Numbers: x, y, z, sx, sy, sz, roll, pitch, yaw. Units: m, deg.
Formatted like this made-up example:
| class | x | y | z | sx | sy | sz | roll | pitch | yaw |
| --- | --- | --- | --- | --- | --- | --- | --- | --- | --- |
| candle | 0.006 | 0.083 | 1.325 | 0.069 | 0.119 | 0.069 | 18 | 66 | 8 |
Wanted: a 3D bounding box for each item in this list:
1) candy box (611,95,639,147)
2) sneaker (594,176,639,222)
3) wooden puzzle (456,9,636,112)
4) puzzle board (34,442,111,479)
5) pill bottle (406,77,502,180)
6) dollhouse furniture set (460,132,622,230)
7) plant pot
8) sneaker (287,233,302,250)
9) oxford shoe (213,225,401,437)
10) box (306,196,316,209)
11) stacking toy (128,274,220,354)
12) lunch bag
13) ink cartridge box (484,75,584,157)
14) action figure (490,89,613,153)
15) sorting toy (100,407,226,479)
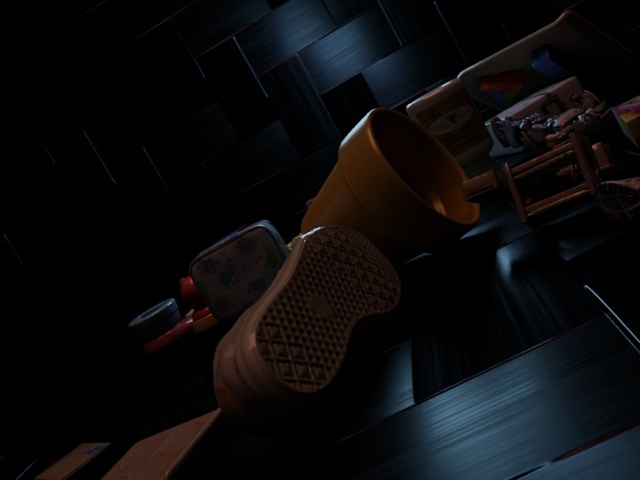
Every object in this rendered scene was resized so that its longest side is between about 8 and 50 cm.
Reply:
| class | x | y | z | sx | sy | sz | roll | pitch | yaw |
| --- | --- | --- | --- | --- | --- | --- | --- | --- | --- |
| candy box | 0.558 | -0.213 | 1.269 | 0.109 | 0.053 | 0.187 | -27 | 9 | 20 |
| sneaker | 0.389 | -0.055 | 0.904 | 0.058 | 0.052 | 0.135 | -22 | 11 | -27 |
| wooden puzzle | 0.576 | -0.412 | 1.943 | 0.322 | 0.081 | 0.348 | 16 | -29 | -37 |
| puzzle board | -0.402 | 0.362 | 1.237 | 0.096 | 0.011 | 0.128 | -34 | 9 | -38 |
| pill bottle | 0.286 | -0.210 | 1.591 | 0.131 | 0.229 | 0.131 | -29 | 7 | 4 |
| dollhouse furniture set | 0.334 | -0.066 | 1.120 | 0.182 | 0.101 | 0.161 | -25 | -16 | 35 |
| plant pot | 0.101 | -0.055 | 1.300 | 0.239 | 0.254 | 0.254 | -43 | -1 | 32 |
| sneaker | 0.000 | 0.000 | 1.821 | 0.126 | 0.091 | 0.240 | -35 | 8 | -38 |
| oxford shoe | -0.011 | 0.101 | 0.991 | 0.130 | 0.169 | 0.449 | -48 | -2 | 29 |
| box | 0.102 | -0.075 | 1.678 | 0.148 | 0.127 | 0.232 | -22 | 3 | 35 |
| stacking toy | -0.325 | 0.146 | 1.928 | 0.309 | 0.130 | 0.279 | -25 | 9 | 28 |
| lunch bag | -0.170 | 0.065 | 1.703 | 0.219 | 0.176 | 0.090 | -29 | 8 | 9 |
| ink cartridge box | 0.510 | -0.294 | 1.833 | 0.219 | 0.093 | 0.160 | -32 | 8 | -15 |
| action figure | 0.478 | -0.238 | 1.580 | 0.185 | 0.099 | 0.285 | -22 | 9 | -16 |
| sorting toy | -0.209 | 0.285 | 0.940 | 0.208 | 0.038 | 0.193 | -31 | 6 | 25 |
